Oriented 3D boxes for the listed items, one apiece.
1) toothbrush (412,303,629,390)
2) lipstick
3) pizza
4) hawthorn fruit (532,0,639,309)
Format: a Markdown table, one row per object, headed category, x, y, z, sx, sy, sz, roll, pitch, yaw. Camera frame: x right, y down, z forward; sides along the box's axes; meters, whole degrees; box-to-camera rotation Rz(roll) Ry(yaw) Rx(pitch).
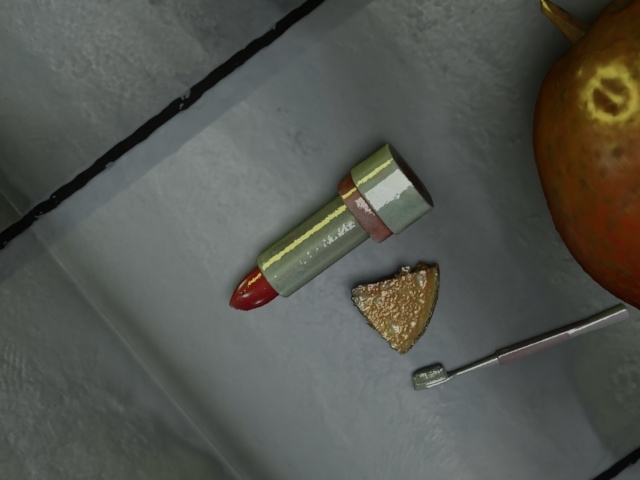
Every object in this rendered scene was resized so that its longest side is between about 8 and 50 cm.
| category | x | y | z | sx | sy | sz | roll | pitch | yaw |
| --- | --- | --- | --- | --- | --- | --- | --- | --- | --- |
| toothbrush | 0.171 | 0.092 | 1.627 | 0.194 | 0.014 | 0.017 | -18 | 109 | 0 |
| lipstick | 0.000 | -0.001 | 1.559 | 0.186 | 0.057 | 0.063 | -35 | 108 | 11 |
| pizza | 0.060 | 0.048 | 1.594 | 0.078 | 0.025 | 0.083 | 22 | 98 | -17 |
| hawthorn fruit | 0.279 | -0.093 | 1.460 | 0.277 | 0.277 | 0.298 | -46 | 82 | 9 |
